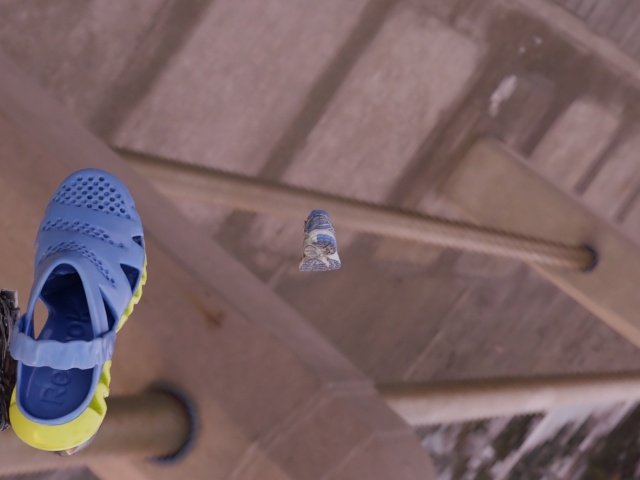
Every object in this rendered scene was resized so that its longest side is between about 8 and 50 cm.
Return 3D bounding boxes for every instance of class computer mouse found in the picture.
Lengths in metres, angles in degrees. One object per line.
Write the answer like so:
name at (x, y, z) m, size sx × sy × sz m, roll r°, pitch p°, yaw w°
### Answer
computer mouse at (-0.332, 0.175, 1.712) m, size 0.072 × 0.272 × 0.188 m, roll -4°, pitch 105°, yaw -37°

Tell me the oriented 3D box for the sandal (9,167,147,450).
sandal at (-0.255, 0.053, 1.470) m, size 0.138 × 0.126 × 0.317 m, roll 94°, pitch -2°, yaw -58°

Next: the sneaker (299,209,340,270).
sneaker at (0.000, 0.000, 1.738) m, size 0.052 × 0.058 × 0.135 m, roll -1°, pitch 161°, yaw -6°
